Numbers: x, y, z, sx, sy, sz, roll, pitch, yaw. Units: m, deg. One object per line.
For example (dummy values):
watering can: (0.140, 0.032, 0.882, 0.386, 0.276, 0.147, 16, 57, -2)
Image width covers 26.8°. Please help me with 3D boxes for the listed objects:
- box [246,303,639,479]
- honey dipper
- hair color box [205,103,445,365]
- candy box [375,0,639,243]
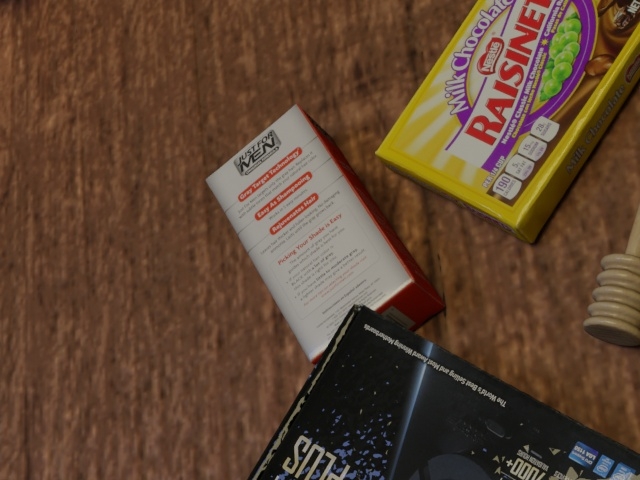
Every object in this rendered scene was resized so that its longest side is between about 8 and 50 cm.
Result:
box: (0.059, 0.135, 0.610, 0.180, 0.077, 0.147, 28, 85, 37)
honey dipper: (0.163, -0.027, 0.657, 0.030, 0.030, 0.161, 7, 68, 33)
hair color box: (0.000, 0.000, 0.732, 0.072, 0.043, 0.141, -38, 55, 10)
candy box: (0.125, -0.107, 0.717, 0.105, 0.027, 0.206, 30, 85, 41)
